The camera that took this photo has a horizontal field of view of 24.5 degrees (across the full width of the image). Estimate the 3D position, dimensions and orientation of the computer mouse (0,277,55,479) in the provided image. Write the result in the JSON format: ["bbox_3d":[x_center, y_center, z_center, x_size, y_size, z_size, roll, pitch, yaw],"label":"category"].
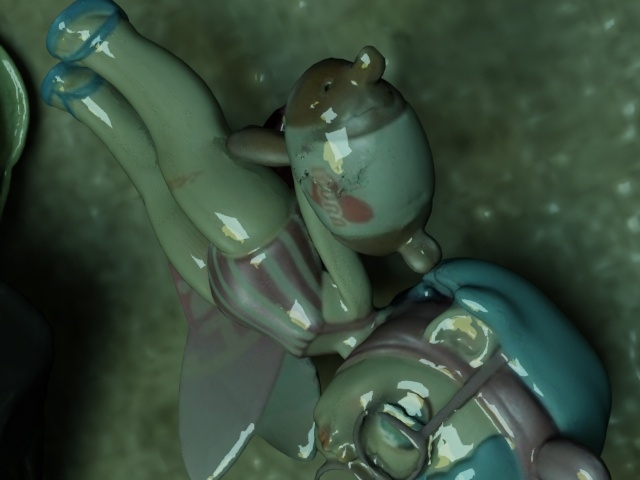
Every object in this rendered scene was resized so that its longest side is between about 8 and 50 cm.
[{"bbox_3d":[-0.178,0.090,0.623,0.147,0.088,0.264,22,126,14],"label":"computer mouse"}]

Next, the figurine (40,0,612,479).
[{"bbox_3d":[0.006,-0.002,0.526,0.260,0.103,0.205,45,138,11],"label":"figurine"}]

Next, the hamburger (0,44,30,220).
[{"bbox_3d":[-0.166,-0.042,0.620,0.084,0.054,0.121,5,95,22],"label":"hamburger"}]
